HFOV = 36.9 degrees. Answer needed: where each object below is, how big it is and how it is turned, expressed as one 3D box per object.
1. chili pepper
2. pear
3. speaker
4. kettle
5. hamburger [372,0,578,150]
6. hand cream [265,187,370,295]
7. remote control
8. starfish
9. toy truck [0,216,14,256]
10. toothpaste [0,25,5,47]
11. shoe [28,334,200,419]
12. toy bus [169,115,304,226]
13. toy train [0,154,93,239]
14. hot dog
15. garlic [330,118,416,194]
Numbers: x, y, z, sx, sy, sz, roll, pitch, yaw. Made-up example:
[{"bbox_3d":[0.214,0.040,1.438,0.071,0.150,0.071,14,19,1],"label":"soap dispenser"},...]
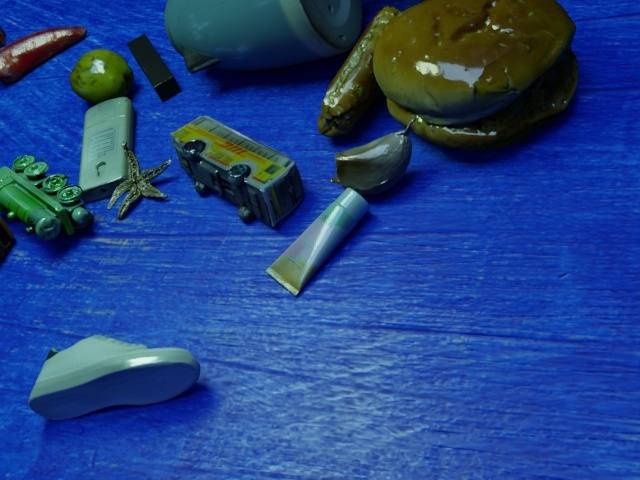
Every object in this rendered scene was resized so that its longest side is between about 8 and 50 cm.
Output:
[{"bbox_3d":[-0.625,-0.396,2.046,0.272,0.071,0.063,-32,5,-11],"label":"chili pepper"},{"bbox_3d":[-0.423,-0.315,1.848,0.131,0.107,0.107,15,58,26],"label":"pear"},{"bbox_3d":[-0.324,-0.339,1.867,0.046,0.040,0.191,-31,44,-5],"label":"speaker"},{"bbox_3d":[-0.123,-0.450,1.734,0.342,0.247,0.319,-9,56,31],"label":"kettle"},{"bbox_3d":[0.232,-0.281,1.467,0.290,0.170,0.314,-35,43,-17],"label":"hamburger"},{"bbox_3d":[0.000,0.000,1.414,0.174,0.047,0.076,-47,49,-7],"label":"hand cream"},{"bbox_3d":[-0.388,-0.169,1.747,0.098,0.038,0.233,-18,46,11],"label":"remote control"},{"bbox_3d":[-0.312,-0.111,1.648,0.133,0.041,0.130,-22,69,-3],"label":"starfish"},{"bbox_3d":[-0.631,-0.013,1.689,0.192,0.083,0.092,8,50,31],"label":"toy truck"},{"bbox_3d":[-0.874,-0.418,2.171,0.320,0.076,0.066,-25,48,4],"label":"toothpaste"},{"bbox_3d":[-0.291,0.172,1.357,0.265,0.095,0.110,-15,45,15],"label":"shoe"},{"bbox_3d":[-0.137,-0.117,1.551,0.106,0.092,0.268,-37,44,-24],"label":"toy bus"},{"bbox_3d":[-0.496,-0.071,1.667,0.119,0.085,0.251,-34,40,-26],"label":"toy train"},{"bbox_3d":[0.074,-0.281,1.580,0.072,0.115,0.269,24,64,13],"label":"hot dog"},{"bbox_3d":[0.087,-0.111,1.435,0.152,0.084,0.066,-19,38,14],"label":"garlic"}]
